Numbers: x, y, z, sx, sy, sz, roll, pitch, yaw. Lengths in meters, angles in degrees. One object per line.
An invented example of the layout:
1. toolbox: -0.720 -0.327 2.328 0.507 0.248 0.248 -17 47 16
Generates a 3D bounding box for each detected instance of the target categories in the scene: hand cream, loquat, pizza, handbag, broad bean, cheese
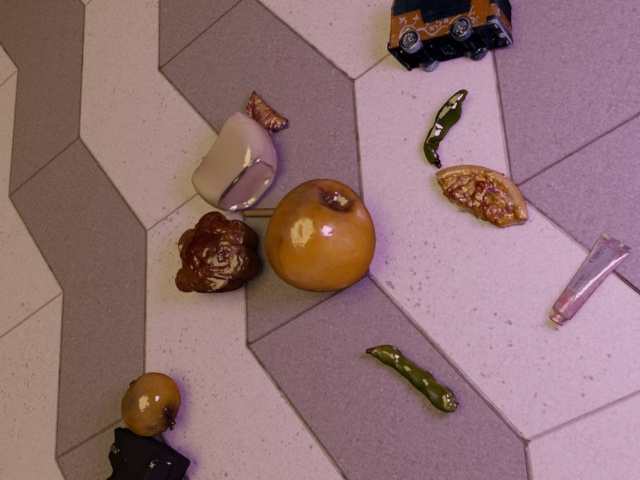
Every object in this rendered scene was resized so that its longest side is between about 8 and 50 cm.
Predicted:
1. hand cream: 0.544 0.084 1.397 0.067 0.043 0.210 38 94 37
2. loquat: 0.000 0.000 1.638 0.274 0.274 0.275 -8 74 30
3. pizza: 0.363 -0.107 1.544 0.127 0.058 0.246 -52 55 11
4. handbag: -0.514 0.679 1.855 0.288 0.152 0.343 21 89 43
5. loquat: -0.468 0.443 1.876 0.204 0.149 0.172 27 98 45
6. broad bean: 0.293 -0.270 1.635 0.061 0.046 0.196 21 94 22
7. broad bean: 0.210 0.303 1.544 0.256 0.052 0.052 33 134 34
8. cheese: -0.243 -0.215 1.907 0.266 0.127 0.233 -49 59 16

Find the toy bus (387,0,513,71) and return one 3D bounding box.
1. toy bus: 0.311 -0.519 1.634 0.275 0.138 0.167 -4 74 33

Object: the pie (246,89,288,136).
1. pie: -0.161 -0.350 1.946 0.170 0.034 0.092 41 104 28

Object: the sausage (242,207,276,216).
1. sausage: -0.161 -0.077 1.885 0.132 0.024 0.024 0 78 31

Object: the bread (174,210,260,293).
1. bread: -0.277 0.036 1.863 0.246 0.135 0.232 -9 73 30
